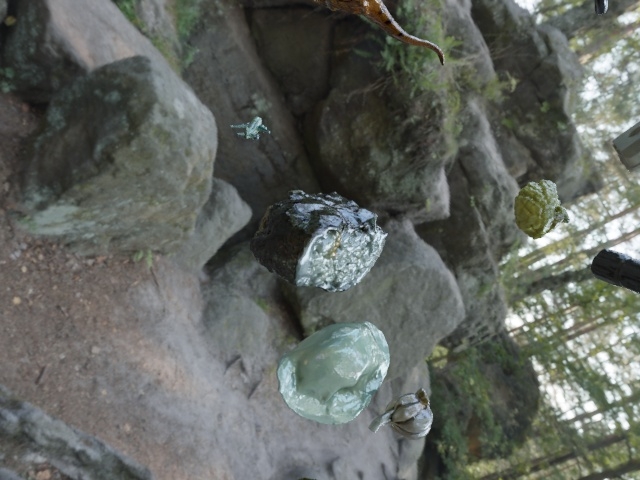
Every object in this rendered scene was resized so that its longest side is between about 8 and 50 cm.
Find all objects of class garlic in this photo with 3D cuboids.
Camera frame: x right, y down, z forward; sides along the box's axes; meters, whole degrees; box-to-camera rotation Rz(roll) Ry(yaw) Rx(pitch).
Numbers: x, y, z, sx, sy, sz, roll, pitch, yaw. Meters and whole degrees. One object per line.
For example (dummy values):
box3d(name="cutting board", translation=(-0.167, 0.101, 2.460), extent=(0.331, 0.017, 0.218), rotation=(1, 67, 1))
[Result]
box3d(name="garlic", translation=(0.226, 0.499, 1.482), extent=(0.194, 0.131, 0.127), rotation=(-9, 75, -34))

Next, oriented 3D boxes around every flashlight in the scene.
box3d(name="flashlight", translation=(0.805, 0.114, 1.204), extent=(0.103, 0.103, 0.424), rotation=(58, -10, -26))

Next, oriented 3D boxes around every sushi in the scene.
box3d(name="sushi", translation=(0.000, 0.000, 1.200), extent=(0.171, 0.210, 0.350), rotation=(38, 22, 31))

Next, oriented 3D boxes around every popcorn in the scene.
box3d(name="popcorn", translation=(0.629, -0.090, 1.538), extent=(0.174, 0.142, 0.173), rotation=(16, 63, -34))

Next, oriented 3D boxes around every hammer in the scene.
box3d(name="hammer", translation=(0.968, -0.897, 1.861), extent=(0.137, 0.037, 0.290), rotation=(50, 7, 34))

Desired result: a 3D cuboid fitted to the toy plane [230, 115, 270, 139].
box3d(name="toy plane", translation=(-0.133, -0.219, 1.049), extent=(0.083, 0.080, 0.033), rotation=(-65, 161, -53))

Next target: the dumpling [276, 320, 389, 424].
box3d(name="dumpling", translation=(0.042, 0.343, 1.498), extent=(0.211, 0.321, 0.269), rotation=(-113, -176, -58))

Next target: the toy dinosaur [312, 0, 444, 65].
box3d(name="toy dinosaur", translation=(0.078, -0.498, 1.085), extent=(0.433, 0.097, 0.208), rotation=(15, 17, -43))

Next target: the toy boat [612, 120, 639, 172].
box3d(name="toy boat", translation=(0.656, -0.197, 0.917), extent=(0.141, 0.270, 0.140), rotation=(42, 36, -41))

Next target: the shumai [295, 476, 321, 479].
box3d(name="shumai", translation=(-0.040, 0.641, 1.112), extent=(0.222, 0.261, 0.225), rotation=(51, -25, -5))
